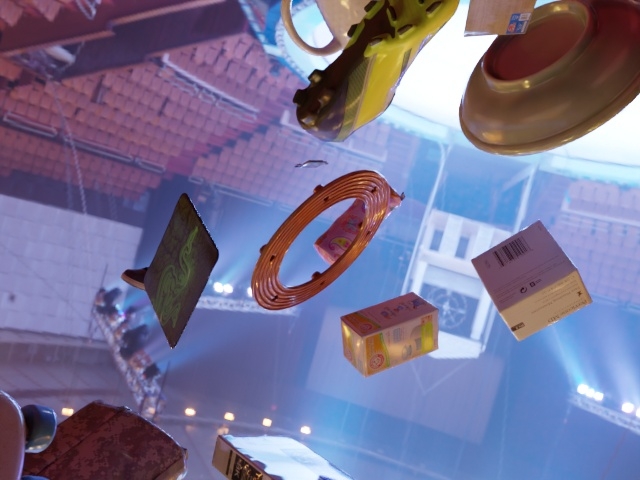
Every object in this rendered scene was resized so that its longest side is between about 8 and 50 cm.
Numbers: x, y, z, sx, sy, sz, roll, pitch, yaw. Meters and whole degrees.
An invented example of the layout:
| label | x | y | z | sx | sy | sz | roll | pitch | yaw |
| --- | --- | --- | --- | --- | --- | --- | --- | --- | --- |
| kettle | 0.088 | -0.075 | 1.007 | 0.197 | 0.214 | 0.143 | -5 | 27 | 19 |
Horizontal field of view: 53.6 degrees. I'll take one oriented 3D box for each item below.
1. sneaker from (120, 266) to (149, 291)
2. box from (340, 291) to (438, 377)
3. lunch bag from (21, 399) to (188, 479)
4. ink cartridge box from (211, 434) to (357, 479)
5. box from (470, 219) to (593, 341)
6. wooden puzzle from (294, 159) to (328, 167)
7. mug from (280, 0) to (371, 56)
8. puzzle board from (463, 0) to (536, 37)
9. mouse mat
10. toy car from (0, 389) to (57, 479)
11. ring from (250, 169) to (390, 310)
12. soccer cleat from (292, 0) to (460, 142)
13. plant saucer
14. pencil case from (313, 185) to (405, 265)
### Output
| label | x | y | z | sx | sy | sz | roll | pitch | yaw |
| --- | --- | --- | --- | --- | --- | --- | --- | --- | --- |
| sneaker | -0.389 | 0.053 | 1.625 | 0.226 | 0.163 | 0.086 | 14 | -169 | -47 |
| box | 0.158 | 0.212 | 1.447 | 0.203 | 0.114 | 0.103 | -15 | -154 | -23 |
| lunch bag | -0.456 | 0.502 | 1.308 | 0.256 | 0.213 | 0.305 | 4 | -159 | 31 |
| ink cartridge box | -0.035 | 0.405 | 1.049 | 0.165 | 0.065 | 0.332 | 14 | 176 | -34 |
| box | 0.453 | 0.086 | 1.375 | 0.119 | 0.181 | 0.182 | 48 | -164 | -35 |
| wooden puzzle | -0.019 | -0.183 | 1.515 | 0.083 | 0.006 | 0.049 | -4 | 173 | -32 |
| mug | 0.074 | -0.627 | 1.612 | 0.328 | 0.374 | 0.276 | 53 | -178 | -33 |
| puzzle board | 0.266 | -0.344 | 0.937 | 0.096 | 0.011 | 0.128 | -2 | 164 | 5 |
| mouse mat | -0.210 | 0.044 | 0.935 | 0.007 | 0.190 | 0.153 | 4 | -144 | -39 |
| toy car | -0.554 | 0.341 | 0.925 | 0.238 | 0.210 | 0.219 | -25 | 148 | 23 |
| ring | 0.000 | 0.000 | 1.194 | 0.032 | 0.337 | 0.336 | 45 | -165 | 24 |
| soccer cleat | 0.085 | -0.246 | 0.888 | 0.121 | 0.289 | 0.093 | 19 | -139 | -44 |
| plant saucer | 0.421 | -0.340 | 1.191 | 0.100 | 0.400 | 0.400 | 42 | 167 | -34 |
| pencil case | 0.109 | -0.047 | 1.788 | 0.124 | 0.284 | 0.124 | 41 | 171 | 8 |
